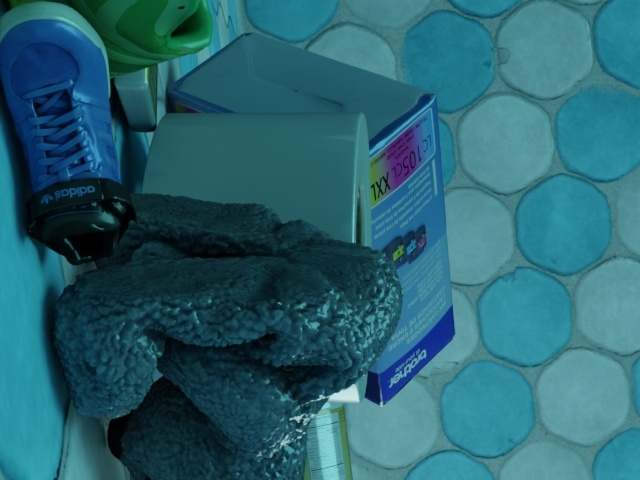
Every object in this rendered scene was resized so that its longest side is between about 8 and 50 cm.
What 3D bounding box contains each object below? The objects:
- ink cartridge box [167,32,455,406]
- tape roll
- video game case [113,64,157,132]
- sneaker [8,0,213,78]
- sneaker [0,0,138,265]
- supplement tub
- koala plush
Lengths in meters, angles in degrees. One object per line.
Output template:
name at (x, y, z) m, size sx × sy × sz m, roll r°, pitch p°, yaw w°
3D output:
ink cartridge box at (0.000, 0.000, 1.458) m, size 0.151 × 0.270 × 0.396 m, roll -40°, pitch 138°, yaw -32°
tape roll at (-0.046, 0.014, 1.106) m, size 0.246 × 0.169 × 0.246 m, roll 1°, pitch 90°, yaw -84°
video game case at (-0.136, -0.198, 0.991) m, size 0.227 × 0.026 × 0.207 m, roll 153°, pitch -62°, yaw -83°
sneaker at (-0.115, -0.174, 0.666) m, size 0.295 × 0.123 × 0.110 m, roll 77°, pitch 7°, yaw -74°
sneaker at (-0.131, -0.048, 0.686) m, size 0.152 × 0.058 × 0.085 m, roll 93°, pitch -16°, yaw -54°
supplement tub at (-0.041, 0.227, 1.408) m, size 0.144 × 0.144 × 0.200 m, roll 59°, pitch 23°, yaw -87°
koala plush at (-0.057, 0.106, 0.823) m, size 0.196 × 0.203 × 0.221 m, roll -93°, pitch -172°, yaw -68°
